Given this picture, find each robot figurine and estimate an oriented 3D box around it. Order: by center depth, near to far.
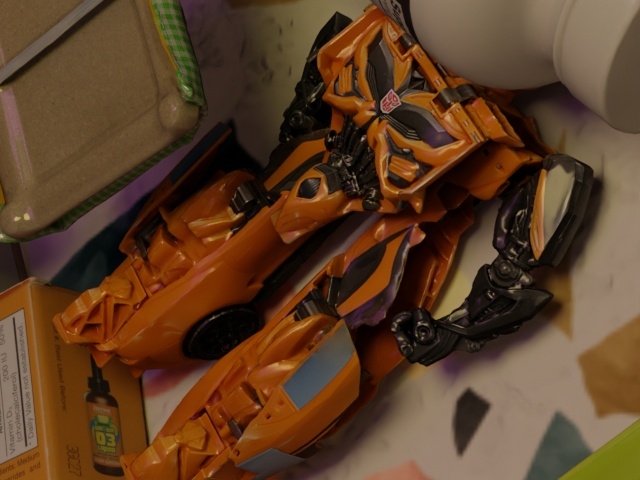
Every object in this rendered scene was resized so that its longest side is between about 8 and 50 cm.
[{"bbox_3d":[0.000,0.000,0.954,0.291,0.085,0.211,-45,54,19],"label":"robot figurine"}]

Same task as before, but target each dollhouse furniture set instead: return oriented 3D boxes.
[{"bbox_3d":[-0.135,-0.090,1.038,0.301,0.151,0.197,-29,70,39],"label":"dollhouse furniture set"}]

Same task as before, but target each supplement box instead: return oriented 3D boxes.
[{"bbox_3d":[-0.142,0.143,1.032,0.080,0.078,0.233,-25,61,35],"label":"supplement box"}]

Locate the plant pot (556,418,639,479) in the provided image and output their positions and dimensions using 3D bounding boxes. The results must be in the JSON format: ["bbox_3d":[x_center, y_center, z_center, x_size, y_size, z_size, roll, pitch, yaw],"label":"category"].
[{"bbox_3d":[0.194,0.166,0.655,0.227,0.228,0.207,-42,60,25],"label":"plant pot"}]

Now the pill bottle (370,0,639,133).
[{"bbox_3d":[0.064,-0.194,0.870,0.323,0.181,0.181,45,106,29],"label":"pill bottle"}]
